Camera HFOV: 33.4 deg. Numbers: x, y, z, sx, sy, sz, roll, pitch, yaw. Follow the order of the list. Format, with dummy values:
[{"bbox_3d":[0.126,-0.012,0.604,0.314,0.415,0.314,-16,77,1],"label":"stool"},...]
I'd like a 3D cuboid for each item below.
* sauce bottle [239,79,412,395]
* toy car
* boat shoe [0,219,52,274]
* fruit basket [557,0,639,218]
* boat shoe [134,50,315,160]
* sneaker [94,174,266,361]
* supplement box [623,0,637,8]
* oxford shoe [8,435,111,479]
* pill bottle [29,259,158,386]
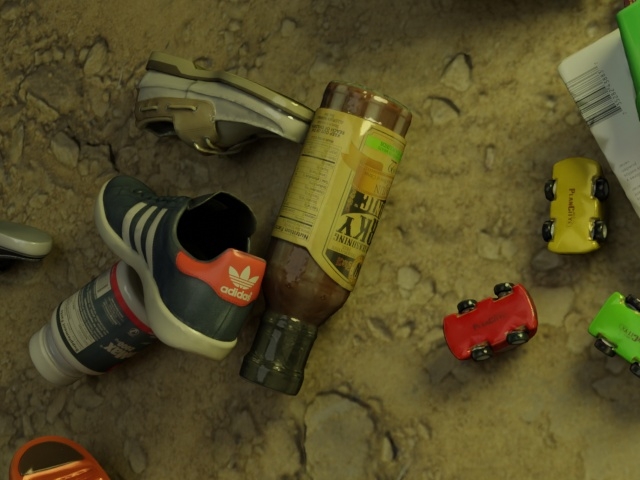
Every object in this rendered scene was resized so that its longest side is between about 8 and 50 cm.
[{"bbox_3d":[0.000,0.000,1.184,0.111,0.111,0.344,19,89,35],"label":"sauce bottle"},{"bbox_3d":[0.262,0.064,1.031,0.225,0.053,0.239,39,99,34],"label":"toy car"},{"bbox_3d":[-0.464,0.012,1.498,0.228,0.080,0.076,12,100,31],"label":"boat shoe"},{"bbox_3d":[0.430,-0.095,0.935,0.327,0.165,0.353,-32,77,22],"label":"fruit basket"},{"bbox_3d":[-0.120,-0.151,1.308,0.302,0.113,0.103,22,90,45],"label":"boat shoe"},{"bbox_3d":[-0.154,-0.012,1.238,0.148,0.131,0.350,-58,40,14],"label":"sneaker"},{"bbox_3d":[0.350,-0.246,1.070,0.083,0.043,0.055,-13,70,28],"label":"supplement box"},{"bbox_3d":[-0.244,0.398,1.240,0.364,0.130,0.133,50,137,25],"label":"oxford shoe"},{"bbox_3d":[-0.270,0.105,1.324,0.180,0.108,0.108,-33,61,21],"label":"pill bottle"}]
